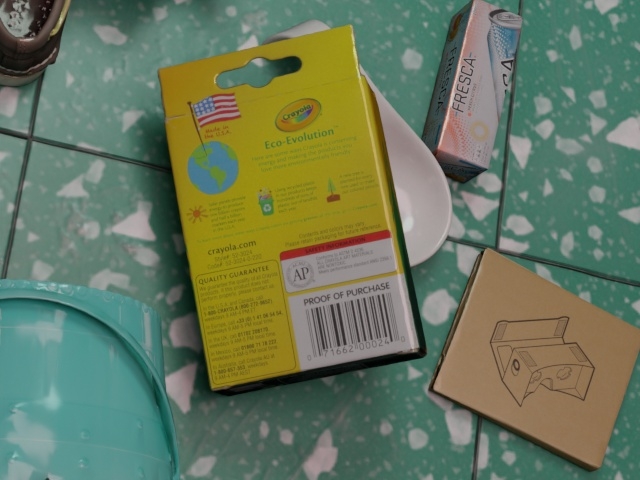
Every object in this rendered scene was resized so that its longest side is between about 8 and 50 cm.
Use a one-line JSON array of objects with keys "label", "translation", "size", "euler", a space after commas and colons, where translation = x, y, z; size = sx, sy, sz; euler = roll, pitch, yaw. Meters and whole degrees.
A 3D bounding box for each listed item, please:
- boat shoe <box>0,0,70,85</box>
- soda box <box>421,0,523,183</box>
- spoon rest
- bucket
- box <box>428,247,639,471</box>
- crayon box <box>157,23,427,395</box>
[{"label": "boat shoe", "translation": [-0.276, -0.314, 1.695], "size": [0.117, 0.097, 0.324], "euler": [11, 73, -18]}, {"label": "soda box", "translation": [0.156, -0.156, 1.847], "size": [0.063, 0.058, 0.183], "euler": [20, 70, -16]}, {"label": "spoon rest", "translation": [0.037, -0.100, 1.772], "size": [0.137, 0.084, 0.276], "euler": [-27, 87, -25]}, {"label": "bucket", "translation": [-0.255, 0.150, 1.497], "size": [0.281, 0.281, 0.183], "euler": [6, 71, -20]}, {"label": "box", "translation": [0.225, 0.124, 1.822], "size": [0.201, 0.021, 0.164], "euler": [28, 68, -14]}, {"label": "crayon box", "translation": [-0.027, -0.027, 1.680], "size": [0.202, 0.081, 0.318], "euler": [-11, 80, 8]}]
